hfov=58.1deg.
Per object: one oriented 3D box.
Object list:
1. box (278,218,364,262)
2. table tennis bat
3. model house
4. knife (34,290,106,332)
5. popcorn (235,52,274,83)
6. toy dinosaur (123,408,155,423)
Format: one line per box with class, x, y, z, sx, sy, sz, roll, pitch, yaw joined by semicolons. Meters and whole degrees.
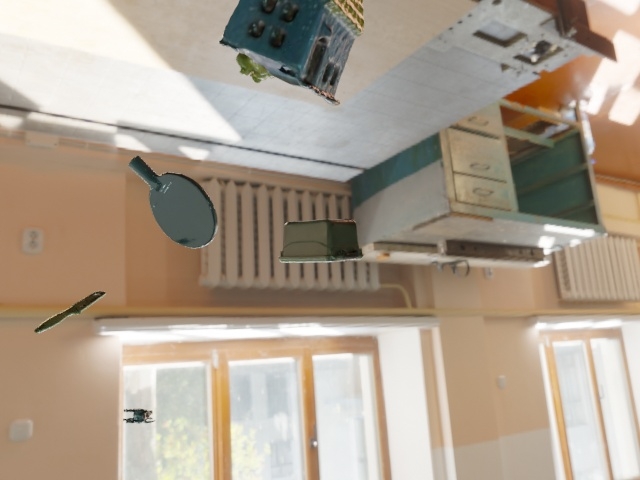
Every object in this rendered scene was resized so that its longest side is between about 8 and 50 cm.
box;0.000;0.000;1.264;0.172;0.093;0.124;-2;179;40
table tennis bat;-0.432;-0.117;1.686;0.215;0.329;0.044;-44;180;34
model house;-0.030;-0.467;1.181;0.215;0.304;0.237;24;-171;18
knife;-0.730;0.208;1.698;0.043;0.020;0.293;17;-159;10
popcorn;-0.145;-0.504;1.543;0.162;0.142;0.135;3;167;-13
toy dinosaur;-0.537;0.518;1.705;0.080;0.045;0.197;5;172;-32
